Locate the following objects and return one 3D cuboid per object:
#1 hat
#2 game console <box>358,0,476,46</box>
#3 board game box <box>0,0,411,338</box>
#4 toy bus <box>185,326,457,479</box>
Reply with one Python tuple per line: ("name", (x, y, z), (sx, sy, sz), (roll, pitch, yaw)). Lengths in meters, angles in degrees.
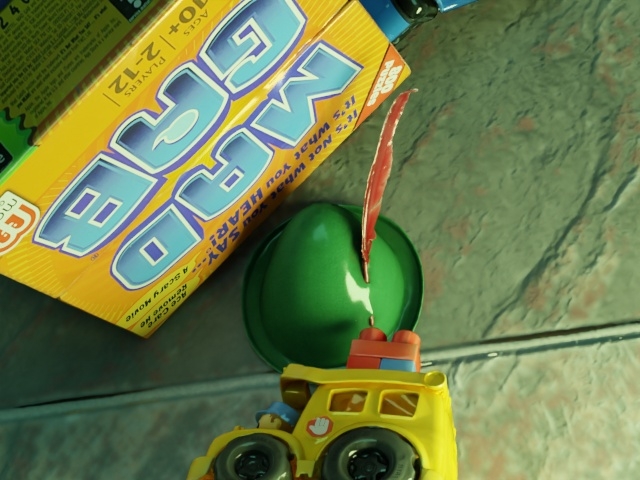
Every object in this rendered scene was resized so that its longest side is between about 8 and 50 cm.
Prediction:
("hat", (0.000, 0.000, 1.387), (0.173, 0.183, 0.208), (2, 65, 10))
("game console", (0.045, -0.312, 1.575), (0.250, 0.173, 0.293), (-41, 69, 33))
("board game box", (-0.206, -0.191, 1.373), (0.356, 0.356, 0.356), (-45, 66, 4))
("toy bus", (0.013, 0.169, 1.337), (0.220, 0.149, 0.211), (1, 52, 12))
